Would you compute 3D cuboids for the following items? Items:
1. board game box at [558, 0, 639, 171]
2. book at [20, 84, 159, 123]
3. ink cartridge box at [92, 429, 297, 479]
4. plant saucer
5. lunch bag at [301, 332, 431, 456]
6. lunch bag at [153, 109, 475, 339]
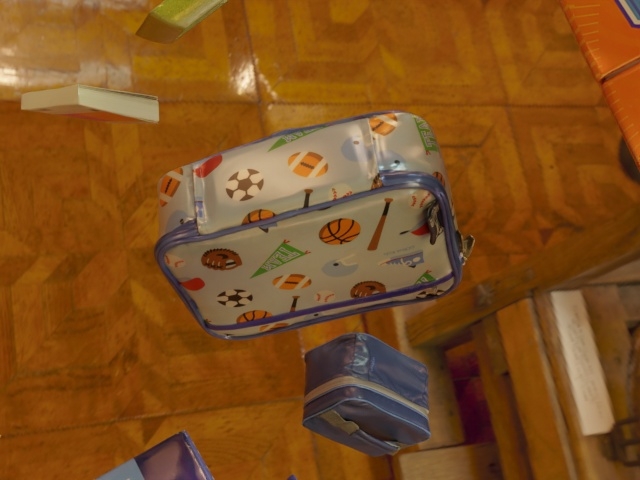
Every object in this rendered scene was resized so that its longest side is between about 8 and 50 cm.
[{"bbox_3d":[0.438,-0.150,0.739,0.356,0.356,0.356,25,43,-56],"label":"board game box"},{"bbox_3d":[-0.286,-0.167,1.114,0.144,0.096,0.035,-2,90,-61],"label":"book"},{"bbox_3d":[-0.164,0.351,0.741,0.395,0.151,0.270,-27,49,-17],"label":"ink cartridge box"},{"bbox_3d":[-0.169,-0.346,1.273,0.188,0.188,0.045,-40,104,-12],"label":"plant saucer"},{"bbox_3d":[0.035,0.119,0.647,0.098,0.067,0.065,30,47,-30],"label":"lunch bag"},{"bbox_3d":[0.000,0.000,0.899,0.303,0.243,0.115,-11,54,6],"label":"lunch bag"}]
